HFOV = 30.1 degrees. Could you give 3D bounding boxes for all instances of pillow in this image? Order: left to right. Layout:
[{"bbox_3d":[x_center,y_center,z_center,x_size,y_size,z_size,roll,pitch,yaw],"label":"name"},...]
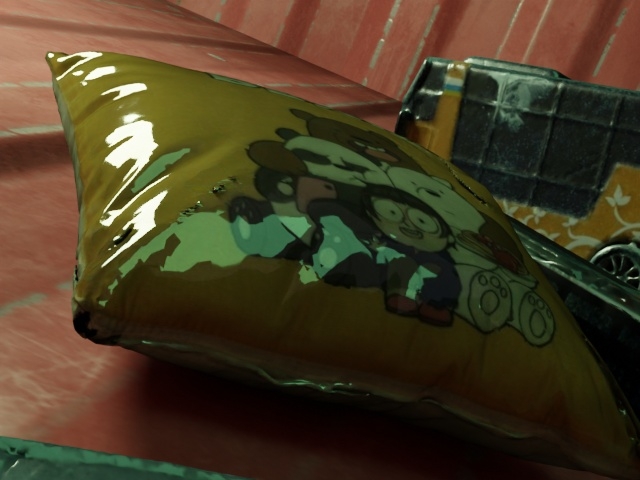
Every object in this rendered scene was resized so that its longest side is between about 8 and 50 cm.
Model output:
[{"bbox_3d":[0.000,0.000,0.654,0.310,0.119,0.312,15,22,-20],"label":"pillow"}]

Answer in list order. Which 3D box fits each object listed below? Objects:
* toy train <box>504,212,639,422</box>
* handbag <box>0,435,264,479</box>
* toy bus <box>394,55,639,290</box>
[{"bbox_3d":[0.212,0.081,0.793,0.089,0.086,0.409,15,14,-43],"label":"toy train"},{"bbox_3d":[-0.028,0.121,0.230,0.179,0.062,0.229,15,14,-21],"label":"handbag"},{"bbox_3d":[0.221,-0.044,1.042,0.323,0.194,0.162,17,3,35],"label":"toy bus"}]
